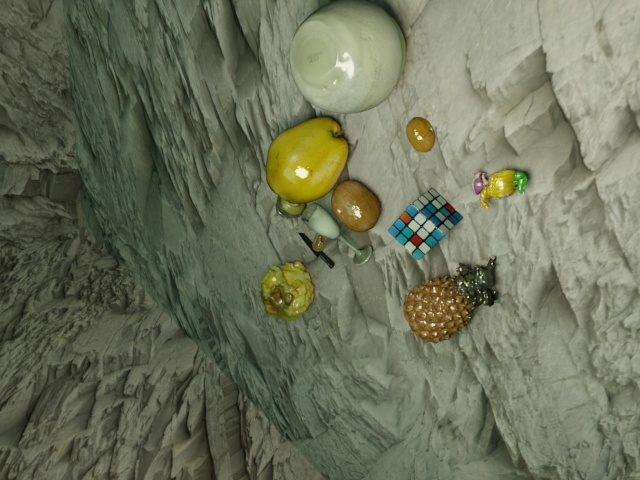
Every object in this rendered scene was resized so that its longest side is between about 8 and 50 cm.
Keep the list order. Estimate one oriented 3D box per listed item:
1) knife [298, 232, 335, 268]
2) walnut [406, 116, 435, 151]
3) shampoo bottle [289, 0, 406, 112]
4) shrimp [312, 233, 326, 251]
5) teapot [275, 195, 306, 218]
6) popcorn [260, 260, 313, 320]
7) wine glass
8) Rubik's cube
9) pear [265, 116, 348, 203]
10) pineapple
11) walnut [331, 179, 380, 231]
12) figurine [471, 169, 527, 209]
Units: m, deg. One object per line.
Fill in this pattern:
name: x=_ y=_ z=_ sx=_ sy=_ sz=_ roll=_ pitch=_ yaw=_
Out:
knife: x=-0.024 y=0.043 z=1.990 sx=0.230 sy=0.028 sz=0.060 roll=46 pitch=148 yaw=14
walnut: x=0.314 y=-0.336 z=1.439 sx=0.091 sy=0.052 sz=0.121 roll=-24 pitch=94 yaw=50
shampoo bottle: x=0.080 y=-0.543 z=1.337 sx=0.322 sy=0.317 sz=0.323 roll=23 pitch=130 yaw=30
shrimp: x=0.000 y=0.000 z=1.937 sx=0.059 sy=0.023 sz=0.108 roll=21 pitch=114 yaw=2
teapot: x=-0.129 y=-0.170 z=1.901 sx=0.119 sy=0.130 sz=0.166 roll=151 pitch=120 yaw=-62
popcorn: x=-0.163 y=0.232 z=2.067 sx=0.293 sy=0.237 sz=0.293 roll=20 pitch=127 yaw=28
wine glass: x=0.008 y=-0.008 z=1.768 sx=0.309 sy=0.096 sz=0.264 roll=38 pitch=147 yaw=-28
Rubik's cube: x=0.350 y=-0.055 z=1.494 sx=0.151 sy=0.155 sz=0.154 roll=46 pitch=137 yaw=12
pear: x=-0.055 y=-0.295 z=1.638 sx=0.285 sy=0.285 sz=0.336 roll=37 pitch=128 yaw=21
pineapple: x=0.468 y=0.193 z=1.517 sx=0.357 sy=0.223 sz=0.223 roll=-40 pitch=85 yaw=30
walnut: x=0.128 y=-0.127 z=1.650 sx=0.207 sy=0.167 sz=0.167 roll=45 pitch=136 yaw=11
figurine: x=0.532 y=-0.150 z=1.317 sx=0.156 sy=0.094 sz=0.115 roll=1 pitch=103 yaw=46
